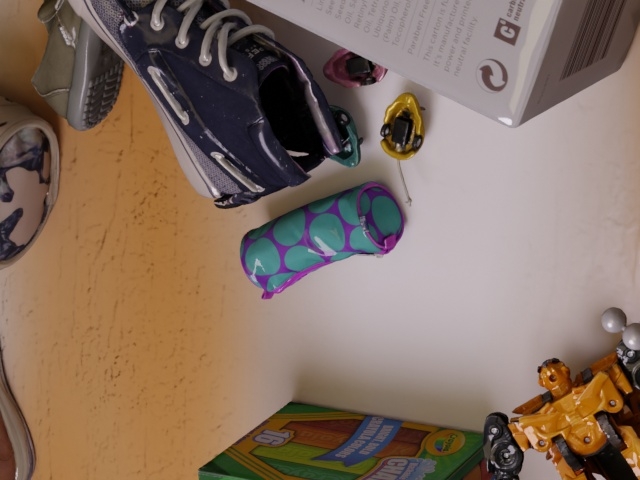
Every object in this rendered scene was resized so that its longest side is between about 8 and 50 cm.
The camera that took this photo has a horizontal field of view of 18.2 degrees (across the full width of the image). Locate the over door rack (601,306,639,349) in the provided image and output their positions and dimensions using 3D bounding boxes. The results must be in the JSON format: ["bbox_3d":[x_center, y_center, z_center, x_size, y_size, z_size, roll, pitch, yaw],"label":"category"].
[{"bbox_3d":[0.285,0.027,1.551,0.108,0.239,0.324,-4,95,-2],"label":"over door rack"}]

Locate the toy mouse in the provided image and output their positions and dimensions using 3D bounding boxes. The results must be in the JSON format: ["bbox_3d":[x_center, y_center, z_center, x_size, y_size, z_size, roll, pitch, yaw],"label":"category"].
[{"bbox_3d":[0.033,-0.126,1.804,0.143,0.031,0.161,16,113,25],"label":"toy mouse"}]

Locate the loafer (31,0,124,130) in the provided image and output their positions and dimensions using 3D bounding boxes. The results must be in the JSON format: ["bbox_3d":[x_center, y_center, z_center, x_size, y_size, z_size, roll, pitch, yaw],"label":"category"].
[{"bbox_3d":[-0.227,-0.226,1.885,0.087,0.094,0.251,24,117,17],"label":"loafer"}]

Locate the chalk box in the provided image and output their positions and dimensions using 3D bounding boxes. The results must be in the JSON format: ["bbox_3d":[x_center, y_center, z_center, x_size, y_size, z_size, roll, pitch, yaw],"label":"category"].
[{"bbox_3d":[0.057,0.277,1.838,0.289,0.180,0.179,6,109,28],"label":"chalk box"}]

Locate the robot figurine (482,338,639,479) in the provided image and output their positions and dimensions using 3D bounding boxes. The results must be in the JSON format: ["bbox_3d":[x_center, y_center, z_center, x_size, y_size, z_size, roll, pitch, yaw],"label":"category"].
[{"bbox_3d":[0.270,0.227,1.733,0.211,0.085,0.291,-31,89,14],"label":"robot figurine"}]

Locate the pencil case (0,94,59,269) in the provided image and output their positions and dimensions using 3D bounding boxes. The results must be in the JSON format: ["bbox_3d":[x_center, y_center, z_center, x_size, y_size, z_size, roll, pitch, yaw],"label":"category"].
[{"bbox_3d":[-0.449,-0.113,2.002,0.410,0.183,0.160,25,116,21],"label":"pencil case"}]

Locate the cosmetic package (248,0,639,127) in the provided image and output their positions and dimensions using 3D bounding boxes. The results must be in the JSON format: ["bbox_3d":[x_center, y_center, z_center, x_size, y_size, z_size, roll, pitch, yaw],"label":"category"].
[{"bbox_3d":[0.034,-0.276,1.636,0.453,0.230,0.161,27,117,19],"label":"cosmetic package"}]

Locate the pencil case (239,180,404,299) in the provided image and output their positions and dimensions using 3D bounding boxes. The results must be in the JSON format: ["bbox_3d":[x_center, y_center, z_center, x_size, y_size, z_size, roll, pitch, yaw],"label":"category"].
[{"bbox_3d":[0.000,0.000,1.846,0.151,0.064,0.070,-21,78,34],"label":"pencil case"}]

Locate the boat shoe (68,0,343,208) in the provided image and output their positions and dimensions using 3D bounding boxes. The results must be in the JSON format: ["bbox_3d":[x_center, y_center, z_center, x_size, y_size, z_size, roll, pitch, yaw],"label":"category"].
[{"bbox_3d":[-0.103,-0.186,1.766,0.158,0.127,0.340,-5,124,53],"label":"boat shoe"}]

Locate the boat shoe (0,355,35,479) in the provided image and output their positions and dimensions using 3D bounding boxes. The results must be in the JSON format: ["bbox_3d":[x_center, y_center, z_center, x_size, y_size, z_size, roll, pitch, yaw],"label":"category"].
[{"bbox_3d":[-0.406,0.135,2.097,0.123,0.116,0.324,-22,94,34],"label":"boat shoe"}]
